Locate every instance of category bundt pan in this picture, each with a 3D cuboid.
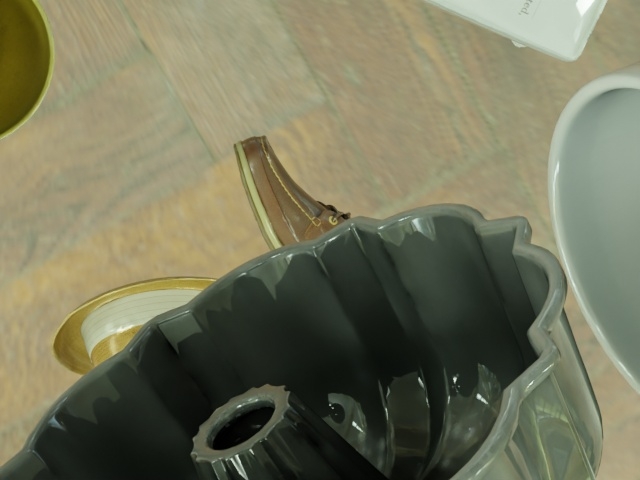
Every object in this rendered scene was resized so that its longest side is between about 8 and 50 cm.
[{"bbox_3d":[-0.007,0.129,0.924,0.331,0.331,0.124,-34,113,-1],"label":"bundt pan"}]

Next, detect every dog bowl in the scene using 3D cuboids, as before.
[{"bbox_3d":[0.271,-0.001,1.303,0.104,0.265,0.264,-22,104,-24],"label":"dog bowl"}]

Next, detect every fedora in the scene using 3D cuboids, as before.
[{"bbox_3d":[-0.126,0.100,1.627,0.194,0.194,0.079,-9,60,-7],"label":"fedora"}]

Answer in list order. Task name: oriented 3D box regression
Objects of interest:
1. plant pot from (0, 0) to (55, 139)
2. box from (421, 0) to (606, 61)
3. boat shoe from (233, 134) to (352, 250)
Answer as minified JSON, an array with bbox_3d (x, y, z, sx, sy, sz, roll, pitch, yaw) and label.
[{"bbox_3d":[-0.266,-0.137,1.415,0.134,0.095,0.134,-2,97,-16],"label":"plant pot"},{"bbox_3d":[0.097,-0.210,1.059,0.119,0.181,0.182,22,98,-17],"label":"box"},{"bbox_3d":[0.000,0.000,1.326,0.060,0.064,0.178,-28,107,7],"label":"boat shoe"}]
